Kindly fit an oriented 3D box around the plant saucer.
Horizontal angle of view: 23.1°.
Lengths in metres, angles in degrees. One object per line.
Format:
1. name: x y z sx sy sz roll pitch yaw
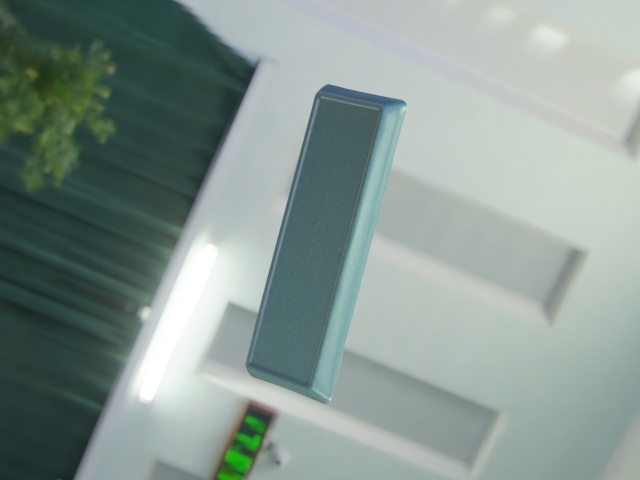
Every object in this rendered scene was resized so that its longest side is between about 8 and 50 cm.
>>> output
1. plant saucer: 0.000 0.000 0.965 0.018 0.067 0.192 13 93 -54
